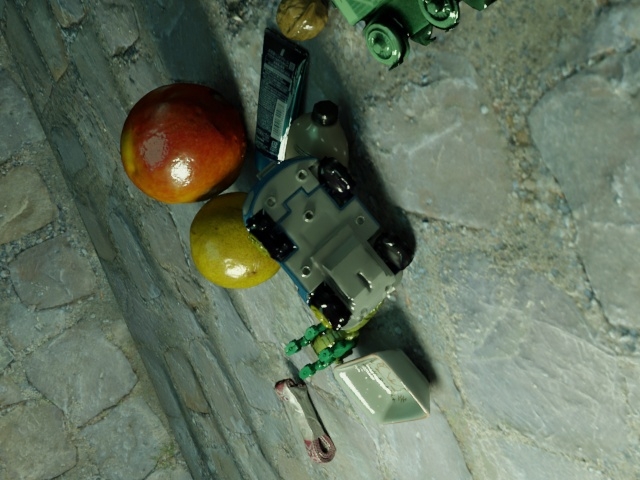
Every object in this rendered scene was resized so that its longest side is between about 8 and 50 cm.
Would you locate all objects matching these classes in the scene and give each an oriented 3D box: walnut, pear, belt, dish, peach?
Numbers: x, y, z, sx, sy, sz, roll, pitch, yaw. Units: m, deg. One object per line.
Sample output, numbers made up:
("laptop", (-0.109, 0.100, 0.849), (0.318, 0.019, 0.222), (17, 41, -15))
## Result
("walnut", (-0.030, -0.359, 1.181), (0.079, 0.082, 0.096), (37, 161, -16))
("pear", (-0.163, 0.002, 1.549), (0.209, 0.209, 0.208), (38, 141, 39))
("belt", (-0.034, 0.436, 1.817), (0.053, 0.071, 0.232), (-20, 98, 54))
("dish", (0.119, 0.271, 1.419), (0.154, 0.064, 0.234), (49, 149, -3))
("peach", (-0.276, -0.200, 1.547), (0.238, 0.281, 0.281), (-82, -2, -47))

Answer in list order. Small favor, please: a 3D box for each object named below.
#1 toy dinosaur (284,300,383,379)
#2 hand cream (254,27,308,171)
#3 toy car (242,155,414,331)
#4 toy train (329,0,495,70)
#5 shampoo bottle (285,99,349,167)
("toy dinosaur", (0.035, 0.181, 1.443), (0.094, 0.153, 0.259), (55, 140, 13))
("hand cream", (-0.079, -0.244, 1.376), (0.120, 0.061, 0.270), (40, 138, 34))
("toy car", (0.000, 0.000, 1.256), (0.314, 0.198, 0.166), (49, 166, -13))
("toy train", (0.111, -0.319, 0.927), (0.154, 0.115, 0.269), (54, 160, -10))
("shampoo bottle", (-0.010, -0.138, 1.314), (0.127, 0.078, 0.256), (40, 145, 20))
